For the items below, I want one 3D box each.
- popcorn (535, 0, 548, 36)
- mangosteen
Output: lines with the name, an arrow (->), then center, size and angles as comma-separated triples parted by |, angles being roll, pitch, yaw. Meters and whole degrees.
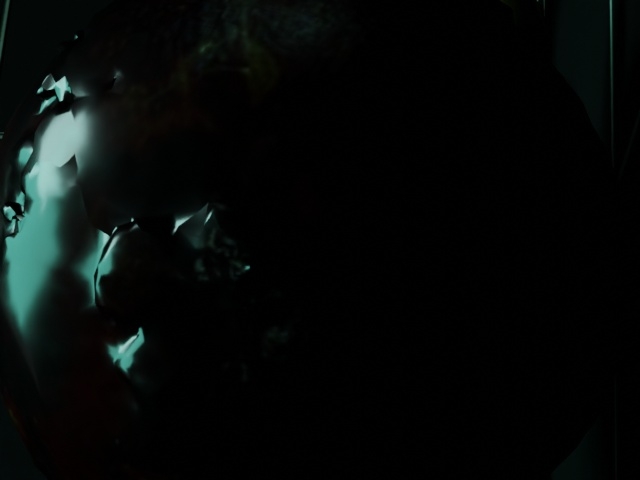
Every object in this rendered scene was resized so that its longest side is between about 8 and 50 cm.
popcorn -> 0.118, -0.166, 1.629 | 0.225, 0.249, 0.249 | 24, -117, -47
mangosteen -> 0.012, 0.001, 0.952 | 0.421, 0.381, 0.381 | -26, -54, -45
